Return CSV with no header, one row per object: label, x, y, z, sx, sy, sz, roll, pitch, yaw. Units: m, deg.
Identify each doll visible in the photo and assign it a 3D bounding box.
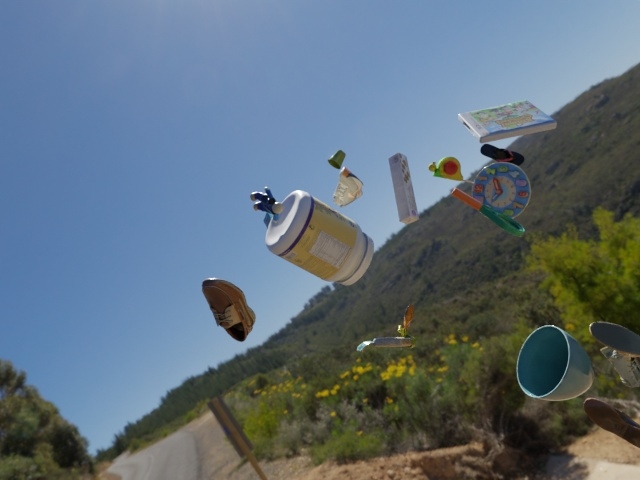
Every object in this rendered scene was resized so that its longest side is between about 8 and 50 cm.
doll,-0.175,-0.119,1.665,0.046,0.129,0.189,-26,22,-25

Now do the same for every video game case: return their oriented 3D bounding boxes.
video game case,0.532,-0.346,1.417,0.212,0.023,0.193,-11,34,2

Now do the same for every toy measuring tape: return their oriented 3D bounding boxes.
toy measuring tape,0.711,-0.357,2.490,0.121,0.329,0.122,-170,90,-88

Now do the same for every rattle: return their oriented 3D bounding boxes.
rattle,0.207,0.291,1.597,0.130,0.143,0.199,-11,-1,-42

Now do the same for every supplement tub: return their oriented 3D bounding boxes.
supplement tub,0.000,0.000,1.734,0.241,0.331,0.241,-44,30,33

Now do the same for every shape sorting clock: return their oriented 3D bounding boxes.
shape sorting clock,0.630,-0.170,1.720,0.040,0.206,0.206,-7,-30,-46

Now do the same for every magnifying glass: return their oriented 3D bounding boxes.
magnifying glass,0.483,-0.082,1.417,0.026,0.230,0.092,-59,-9,26

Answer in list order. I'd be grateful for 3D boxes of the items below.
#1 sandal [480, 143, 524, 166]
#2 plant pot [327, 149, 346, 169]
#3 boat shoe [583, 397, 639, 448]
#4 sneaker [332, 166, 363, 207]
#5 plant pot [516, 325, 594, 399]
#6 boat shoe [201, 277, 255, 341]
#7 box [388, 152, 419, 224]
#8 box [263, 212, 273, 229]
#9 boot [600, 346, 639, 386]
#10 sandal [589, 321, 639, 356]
sandal,0.740,-0.348,2.003,0.067,0.179,0.040,-67,-13,-1
plant pot,0.092,-0.427,2.559,0.079,0.083,0.083,-57,-5,-15
boat shoe,0.902,0.555,1.495,0.073,0.207,0.073,-58,-23,13
sneaker,0.099,-0.195,1.947,0.121,0.099,0.262,-44,-17,-4
plant pot,0.957,0.510,1.949,0.290,0.195,0.291,-158,90,-80
boat shoe,-0.321,0.251,1.735,0.122,0.117,0.324,-9,-41,19
box,0.364,-0.232,2.163,0.063,0.325,0.067,14,-31,-40
box,-0.153,-0.075,2.435,0.244,0.101,0.060,10,-61,-31
boot,1.151,0.452,1.812,0.077,0.165,0.213,-21,-19,-10
sandal,0.888,0.309,1.397,0.079,0.239,0.088,80,-150,-46
